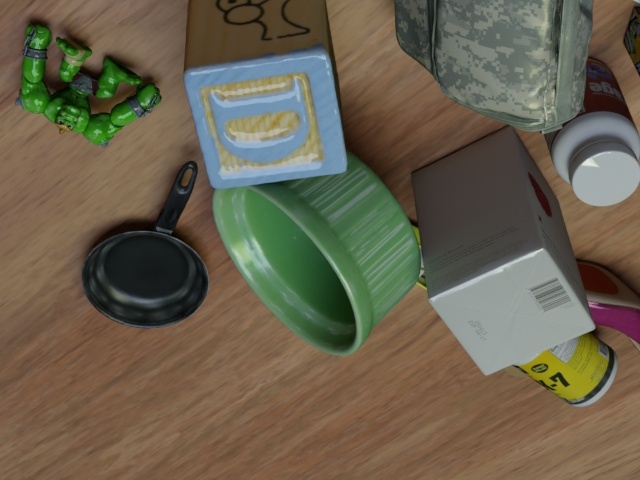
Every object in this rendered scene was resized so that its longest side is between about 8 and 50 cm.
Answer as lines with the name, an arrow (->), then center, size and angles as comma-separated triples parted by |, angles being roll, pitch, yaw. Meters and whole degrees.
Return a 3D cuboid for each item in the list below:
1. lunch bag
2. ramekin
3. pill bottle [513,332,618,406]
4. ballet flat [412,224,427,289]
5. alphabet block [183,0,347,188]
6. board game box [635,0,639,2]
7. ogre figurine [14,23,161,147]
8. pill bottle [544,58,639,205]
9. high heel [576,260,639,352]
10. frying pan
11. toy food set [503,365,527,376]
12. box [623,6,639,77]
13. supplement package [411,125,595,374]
lunch bag -> 0.230, -0.309, 1.535 | 0.213, 0.256, 0.305 | -23, 137, -19
ramekin -> 0.000, 0.000, 1.797 | 0.148, 0.303, 0.303 | -39, 133, -24
pill bottle -> 0.372, 0.173, 2.064 | 0.208, 0.119, 0.119 | 34, 120, -20
ballet flat -> 0.164, 0.042, 1.976 | 0.231, 0.077, 0.077 | 33, 121, -26
alphabet block -> -0.072, -0.208, 1.682 | 0.192, 0.197, 0.193 | -6, 129, 3
board game box -> 0.527, -0.423, 1.534 | 0.390, 0.050, 0.390 | 22, 139, -5
ogre figurine -> -0.329, -0.204, 1.743 | 0.197, 0.097, 0.118 | 20, 109, -37
pill bottle -> 0.371, -0.148, 1.743 | 0.121, 0.216, 0.121 | -2, 130, -2
high heel -> 0.470, 0.148, 2.044 | 0.377, 0.127, 0.181 | 13, 119, -16
frying pan -> -0.274, 0.005, 1.939 | 0.197, 0.053, 0.326 | -2, 127, -1
toy food set -> 0.343, 0.201, 2.153 | 0.083, 0.020, 0.082 | 34, 120, -27
box -> 0.458, -0.245, 1.698 | 0.054, 0.169, 0.059 | 4, 128, -7
supplement package -> 0.255, 0.009, 1.814 | 0.175, 0.293, 0.177 | -27, 125, 18
